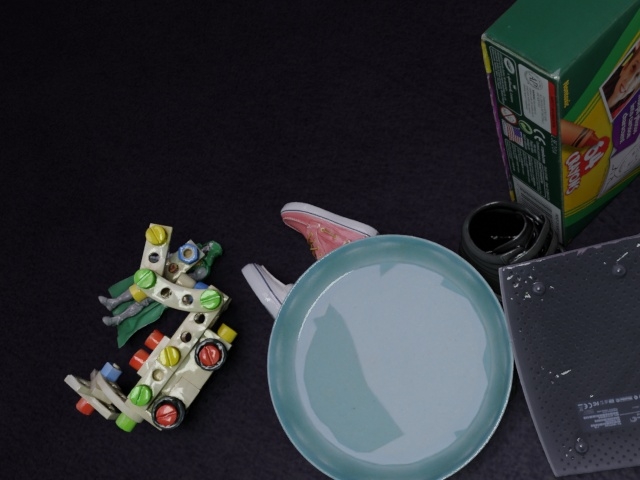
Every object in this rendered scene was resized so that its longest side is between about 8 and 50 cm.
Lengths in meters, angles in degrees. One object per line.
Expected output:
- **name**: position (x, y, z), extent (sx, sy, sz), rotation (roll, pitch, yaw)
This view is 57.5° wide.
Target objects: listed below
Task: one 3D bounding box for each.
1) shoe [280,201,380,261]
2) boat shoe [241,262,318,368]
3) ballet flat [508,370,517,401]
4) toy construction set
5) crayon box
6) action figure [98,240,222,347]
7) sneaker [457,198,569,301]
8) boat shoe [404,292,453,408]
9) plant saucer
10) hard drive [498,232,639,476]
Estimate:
- **shoe**: position (0.000, 0.000, 0.917), extent (0.177, 0.063, 0.081), rotation (18, 69, 25)
- **boat shoe**: position (-0.030, 0.109, 0.878), extent (0.075, 0.083, 0.226), rotation (-37, 68, -10)
- **ballet flat**: position (0.214, 0.129, 0.768), extent (0.057, 0.049, 0.173), rotation (-24, 58, 10)
- **toy construction set**: position (-0.256, 0.158, 0.893), extent (0.215, 0.151, 0.328), rotation (36, 95, 1)
- **crayon box**: position (0.355, -0.199, 0.682), extent (0.313, 0.363, 0.106), rotation (-43, 57, -1)
- **action figure**: position (-0.270, 0.068, 1.008), extent (0.232, 0.063, 0.137), rotation (-32, 54, 2)
- **sneaker**: position (0.295, 0.044, 0.717), extent (0.295, 0.147, 0.105), rotation (25, 75, 30)
- **boat shoe**: position (0.153, 0.135, 0.783), extent (0.066, 0.063, 0.184), rotation (-7, 69, 20)
- **plant saucer**: position (0.083, 0.149, 0.746), extent (0.317, 0.043, 0.318), rotation (-8, 69, 21)
- **hard drive**: position (0.308, 0.128, 0.654), extent (0.171, 0.054, 0.255), rotation (-16, 96, 16)
